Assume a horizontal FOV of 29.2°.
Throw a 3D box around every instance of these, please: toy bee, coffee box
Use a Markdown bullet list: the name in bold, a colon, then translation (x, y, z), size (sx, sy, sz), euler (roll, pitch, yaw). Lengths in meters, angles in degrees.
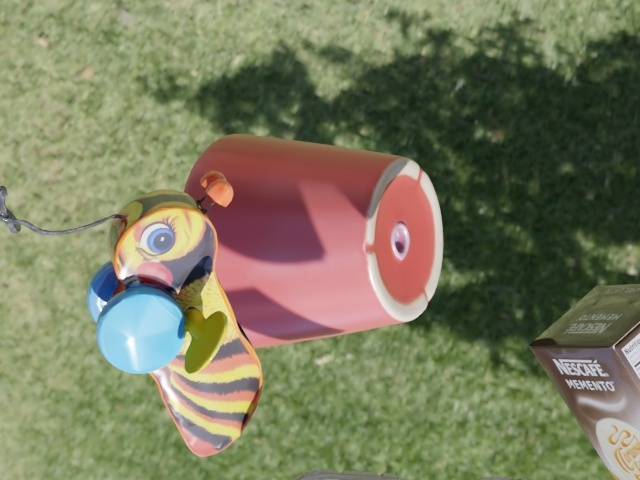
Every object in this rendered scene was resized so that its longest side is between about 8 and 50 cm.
- **toy bee**: translation (-0.117, 0.031, 0.984), size (0.162, 0.195, 0.298), euler (-36, 136, -1)
- **coffee box**: translation (0.313, 0.164, 1.089), size (0.246, 0.098, 0.141), euler (56, 160, -8)

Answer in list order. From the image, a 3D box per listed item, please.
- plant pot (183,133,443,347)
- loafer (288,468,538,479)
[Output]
- **plant pot**: translation (0.000, 0.000, 1.494), size (0.243, 0.275, 0.275), euler (0, 137, 32)
- **loafer**: translation (0.108, 0.255, 1.014), size (0.319, 0.111, 0.112), euler (5, 156, -18)
